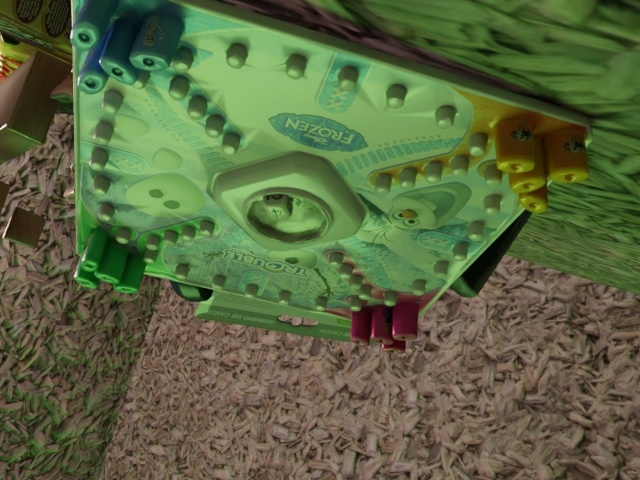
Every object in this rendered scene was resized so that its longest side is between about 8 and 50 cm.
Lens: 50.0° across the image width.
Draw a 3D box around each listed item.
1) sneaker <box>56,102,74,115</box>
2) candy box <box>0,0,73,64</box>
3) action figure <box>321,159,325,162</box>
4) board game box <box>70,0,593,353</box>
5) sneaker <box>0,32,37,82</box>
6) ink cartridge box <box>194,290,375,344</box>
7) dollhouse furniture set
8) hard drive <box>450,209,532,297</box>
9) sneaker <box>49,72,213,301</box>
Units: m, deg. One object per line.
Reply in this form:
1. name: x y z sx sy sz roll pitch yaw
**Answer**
1. sneaker: -0.472 -0.273 1.293 0.130 0.109 0.286 10 -173 -37
2. candy box: -0.290 -0.230 0.707 0.109 0.053 0.186 19 -178 28
3. action figure: -0.074 -0.115 0.709 0.164 0.141 0.275 9 -178 -20
4. board game box: -0.030 -0.020 0.626 0.390 0.050 0.390 14 146 -11
5. sneaker: -0.442 -0.262 1.014 0.081 0.094 0.208 20 179 -15
6. ink cartridge box: 0.000 0.000 0.967 0.309 0.272 0.130 14 -143 -26
7. dollhouse furniture set: -0.286 -0.097 0.980 0.355 0.303 0.173 27 158 -36
8. hard drive: 0.229 -0.004 0.985 0.054 0.172 0.254 34 -177 4
9. sneaker: -0.225 -0.066 0.838 0.131 0.319 0.112 -18 178 4
